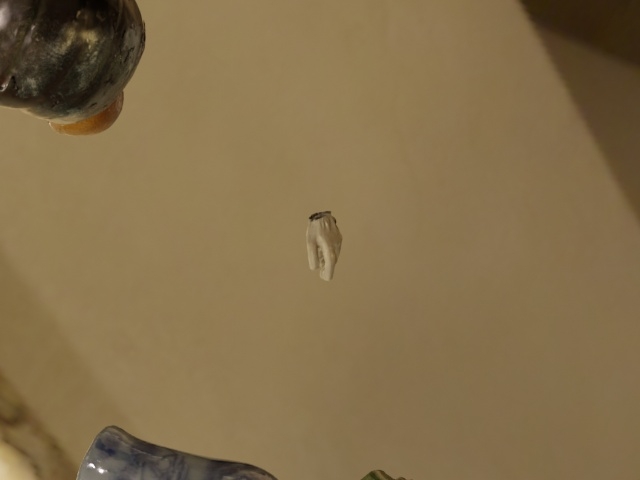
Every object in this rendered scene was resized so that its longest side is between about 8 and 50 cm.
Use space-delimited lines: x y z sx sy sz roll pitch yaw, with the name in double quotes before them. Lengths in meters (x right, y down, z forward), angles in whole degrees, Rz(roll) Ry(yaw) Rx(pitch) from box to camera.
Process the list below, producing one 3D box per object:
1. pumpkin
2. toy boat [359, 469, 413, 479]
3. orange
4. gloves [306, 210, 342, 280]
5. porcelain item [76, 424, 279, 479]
"pumpkin" -0.275 -0.204 1.600 0.233 0.163 0.233 26 -177 -2
"toy boat" 0.046 0.231 1.356 0.071 0.089 0.185 51 148 21
"orange" -0.240 -0.141 1.754 0.085 0.085 0.085 16 137 16
"gloves" 0.002 0.001 1.751 0.037 0.044 0.081 17 120 46
"porcelain item" -0.136 0.292 1.897 0.259 0.141 0.141 22 138 14
